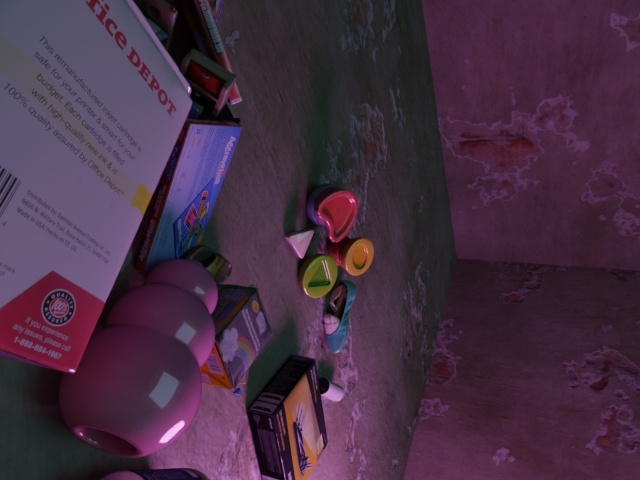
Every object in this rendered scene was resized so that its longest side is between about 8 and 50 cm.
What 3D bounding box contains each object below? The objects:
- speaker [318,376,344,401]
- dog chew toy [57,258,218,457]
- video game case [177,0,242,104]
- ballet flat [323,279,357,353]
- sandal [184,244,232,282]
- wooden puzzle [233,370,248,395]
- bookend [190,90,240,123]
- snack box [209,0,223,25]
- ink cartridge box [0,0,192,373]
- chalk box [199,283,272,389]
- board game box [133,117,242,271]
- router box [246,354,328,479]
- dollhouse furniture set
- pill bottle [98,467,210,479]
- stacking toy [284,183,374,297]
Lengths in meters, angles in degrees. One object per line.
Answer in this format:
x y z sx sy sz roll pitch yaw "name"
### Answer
0.028 0.479 1.618 0.136 0.055 0.055 48 51 -56 "speaker"
-0.268 0.166 0.822 0.332 0.206 0.207 -74 153 -42 "dog chew toy"
-0.218 -0.398 0.882 0.025 0.204 0.285 -25 126 -11 "video game case"
0.051 0.236 1.631 0.087 0.083 0.247 36 57 -32 "ballet flat"
-0.221 0.057 1.028 0.072 0.049 0.180 -60 158 -3 "sandal"
-0.195 0.302 1.185 0.078 0.014 0.116 35 62 -56 "wooden puzzle"
-0.242 -0.236 0.953 0.157 0.072 0.156 63 38 -45 "bookend"
-0.209 -0.487 1.004 0.064 0.022 0.178 105 -9 -72 "snack box"
-0.319 -0.095 0.525 0.279 0.160 0.385 62 39 -57 "ink cartridge box"
-0.194 0.175 1.038 0.213 0.132 0.132 -53 138 -50 "chalk box"
-0.234 -0.080 0.898 0.145 0.027 0.281 -18 136 -62 "board game box"
-0.079 0.510 1.371 0.243 0.081 0.309 -44 131 -55 "router box"
-0.239 -0.265 0.785 0.129 0.183 0.129 -46 -164 53 "dollhouse furniture set"
-0.298 0.458 0.829 0.264 0.153 0.153 43 55 -58 "pill bottle"
0.000 0.000 1.505 0.279 0.130 0.309 -36 126 -26 "stacking toy"
